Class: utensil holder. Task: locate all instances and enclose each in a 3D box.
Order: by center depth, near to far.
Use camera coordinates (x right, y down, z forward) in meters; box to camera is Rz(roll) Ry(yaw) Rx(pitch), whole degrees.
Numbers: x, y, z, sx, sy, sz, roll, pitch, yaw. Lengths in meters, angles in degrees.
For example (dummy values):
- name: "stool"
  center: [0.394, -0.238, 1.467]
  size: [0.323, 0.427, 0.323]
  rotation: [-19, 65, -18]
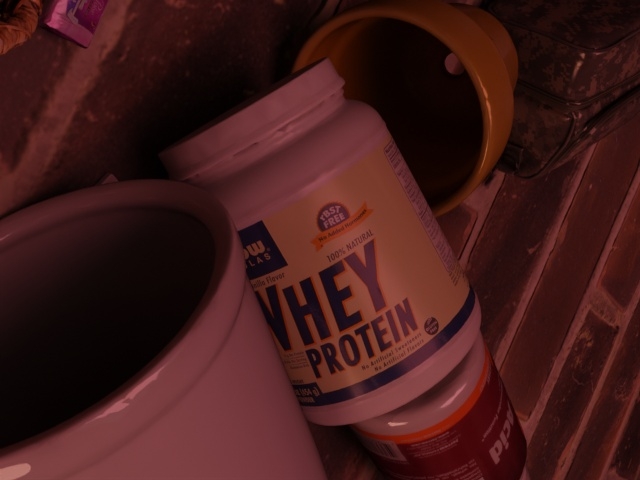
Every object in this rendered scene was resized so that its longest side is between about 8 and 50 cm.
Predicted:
- name: "utensil holder"
  center: [-0.170, 0.191, 0.717]
  size: [0.327, 0.328, 0.385]
  rotation: [-41, 131, -28]

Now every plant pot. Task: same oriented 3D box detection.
- name: "plant pot"
  center: [0.125, -0.182, 0.961]
  size: [0.239, 0.254, 0.254]
  rotation: [-43, 133, -48]

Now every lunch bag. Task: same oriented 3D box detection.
- name: "lunch bag"
  center: [0.393, -0.253, 1.232]
  size: [0.305, 0.212, 0.256]
  rotation: [-31, 141, -34]

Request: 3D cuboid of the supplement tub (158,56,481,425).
- name: "supplement tub"
  center: [0.000, 0.000, 0.832]
  size: [0.235, 0.235, 0.325]
  rotation: [-38, 105, -30]

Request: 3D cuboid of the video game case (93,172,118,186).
- name: "video game case"
  center: [-0.215, 0.001, 0.830]
  size: [0.087, 0.011, 0.122]
  rotation: [-51, 134, -20]

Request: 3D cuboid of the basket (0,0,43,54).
- name: "basket"
  center: [-0.276, -0.266, 0.516]
  size: [0.213, 0.223, 0.299]
  rotation: [-22, 118, -39]

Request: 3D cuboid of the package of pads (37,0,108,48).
- name: "package of pads"
  center: [-0.221, -0.224, 0.726]
  size: [0.050, 0.032, 0.083]
  rotation: [26, 85, -46]

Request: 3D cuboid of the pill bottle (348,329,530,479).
- name: "pill bottle"
  center: [0.179, 0.278, 1.179]
  size: [0.224, 0.224, 0.392]
  rotation: [-49, 134, -22]
